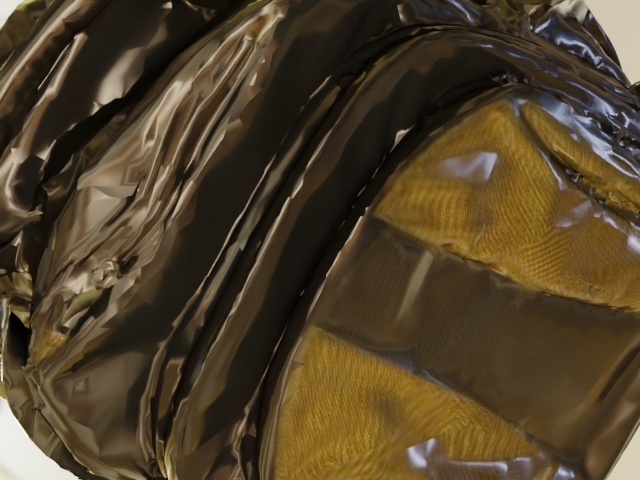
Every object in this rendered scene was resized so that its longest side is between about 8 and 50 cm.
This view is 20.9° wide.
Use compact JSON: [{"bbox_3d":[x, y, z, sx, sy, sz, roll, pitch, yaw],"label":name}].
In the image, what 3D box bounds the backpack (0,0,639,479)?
[{"bbox_3d":[0.000,0.000,0.502,0.133,0.206,0.258,28,-177,37],"label":"backpack"}]
